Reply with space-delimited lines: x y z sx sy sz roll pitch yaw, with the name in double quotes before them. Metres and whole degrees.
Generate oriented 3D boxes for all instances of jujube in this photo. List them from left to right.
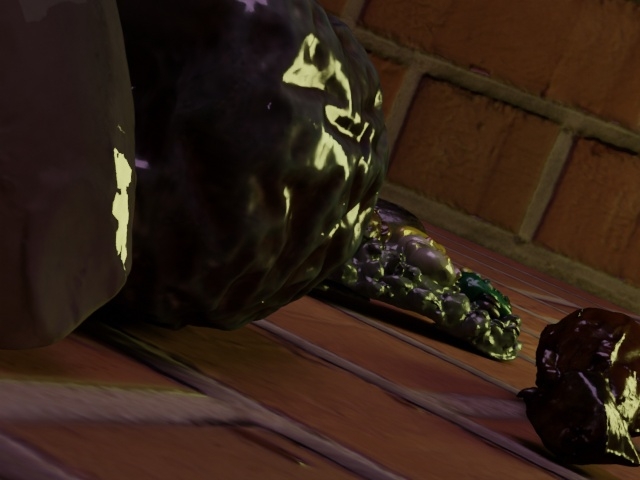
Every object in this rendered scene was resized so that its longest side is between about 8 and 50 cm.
"jujube" -0.071 -0.058 1.025 0.226 0.226 0.317 23 -1 12

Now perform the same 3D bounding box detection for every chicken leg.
"chicken leg" 0.199 0.108 1.243 0.113 0.093 0.304 34 10 6

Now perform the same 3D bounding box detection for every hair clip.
"hair clip" 0.041 0.011 1.524 0.321 0.091 0.138 19 8 -28

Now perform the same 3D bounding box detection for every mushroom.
"mushroom" -0.160 -0.116 0.818 0.128 0.350 0.128 -16 -12 -3

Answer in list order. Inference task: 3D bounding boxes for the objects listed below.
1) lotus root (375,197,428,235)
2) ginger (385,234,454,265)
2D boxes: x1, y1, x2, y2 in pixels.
"lotus root" 0.039 -0.009 1.805 0.179 0.080 0.089 20 5 -12
"ginger" 0.001 -0.003 1.662 0.299 0.065 0.118 19 19 -19
